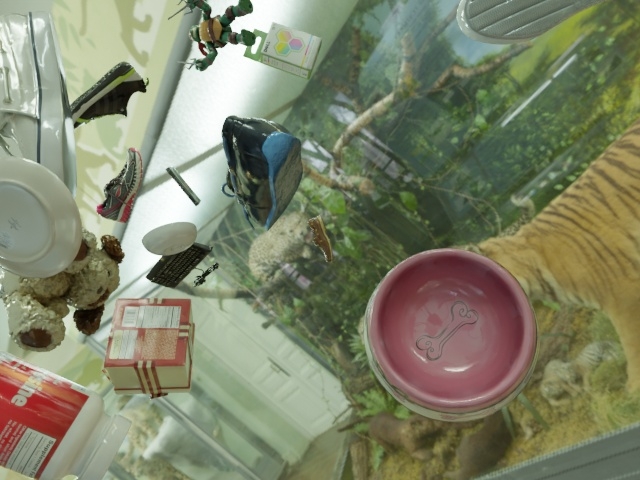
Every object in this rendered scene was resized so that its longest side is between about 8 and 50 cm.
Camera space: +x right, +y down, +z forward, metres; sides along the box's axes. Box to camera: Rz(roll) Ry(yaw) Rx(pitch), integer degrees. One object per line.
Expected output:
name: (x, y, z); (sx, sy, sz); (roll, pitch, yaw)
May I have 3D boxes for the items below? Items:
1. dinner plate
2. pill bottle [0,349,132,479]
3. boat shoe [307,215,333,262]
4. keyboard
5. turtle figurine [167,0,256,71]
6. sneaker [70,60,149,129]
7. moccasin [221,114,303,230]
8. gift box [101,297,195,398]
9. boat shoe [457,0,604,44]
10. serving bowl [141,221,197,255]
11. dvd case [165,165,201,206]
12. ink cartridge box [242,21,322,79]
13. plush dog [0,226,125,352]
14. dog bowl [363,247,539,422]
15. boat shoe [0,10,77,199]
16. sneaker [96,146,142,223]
dinner plate: (-0.335, -0.022, 0.511); (0.141, 0.141, 0.017); (-50, 5, 18)
pill bottle: (-0.705, 0.453, 1.152); (0.229, 0.408, 0.229); (-54, 15, 21)
boat shoe: (0.000, 0.000, 1.706); (0.060, 0.178, 0.064); (-18, -4, -9)
keyboard: (-0.454, 0.096, 1.579); (0.317, 0.202, 0.033); (-37, 46, 42)
turtle figurine: (-0.273, -0.527, 1.153); (0.234, 0.175, 0.118); (1, 30, 28)
sneaker: (-0.506, -0.320, 1.095); (0.235, 0.097, 0.084); (-44, 38, -5)
moccasin: (-0.101, -0.122, 0.802); (0.137, 0.117, 0.342); (-58, -3, -21)
gift box: (-0.529, 0.323, 1.421); (0.258, 0.277, 0.255); (104, 168, -52)
boat shoe: (0.349, -0.381, 0.742); (0.302, 0.109, 0.094); (-19, 11, -9)
serving bowl: (-0.227, 0.002, 0.707); (0.083, 0.027, 0.083); (-22, -16, -7)
dvd case: (-0.356, -0.143, 1.204); (0.013, 0.119, 0.087); (-36, 15, -2)
ink cartridge box: (-0.112, -0.563, 1.351); (0.062, 0.209, 0.109); (123, 165, -77)
plush dog: (-0.537, 0.084, 0.984); (0.225, 0.211, 0.262); (22, -91, -61)
dog bowl: (0.287, 0.198, 1.043); (0.408, 0.408, 0.150); (-50, -22, -4)
boat shoe: (-0.502, -0.217, 0.753); (0.157, 0.367, 0.136); (-10, -13, -20)
sneaker: (-0.733, -0.202, 1.699); (0.299, 0.112, 0.121); (-65, 34, 17)
